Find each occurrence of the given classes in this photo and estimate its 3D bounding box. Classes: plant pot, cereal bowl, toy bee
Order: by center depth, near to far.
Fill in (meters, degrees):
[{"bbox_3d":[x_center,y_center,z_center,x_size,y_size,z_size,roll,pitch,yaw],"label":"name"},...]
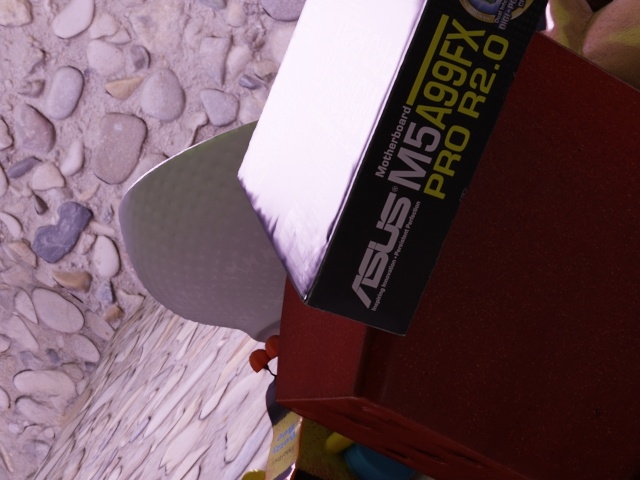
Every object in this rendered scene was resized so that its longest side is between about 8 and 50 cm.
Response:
[{"bbox_3d":[0.116,0.038,0.884,0.235,0.267,0.267,-67,14,-14],"label":"plant pot"},{"bbox_3d":[-0.008,0.169,1.151,0.195,0.162,0.298,-49,10,18],"label":"toy bee"},{"bbox_3d":[0.000,0.000,1.180,0.339,0.141,0.339,-16,-14,-4],"label":"cereal bowl"}]

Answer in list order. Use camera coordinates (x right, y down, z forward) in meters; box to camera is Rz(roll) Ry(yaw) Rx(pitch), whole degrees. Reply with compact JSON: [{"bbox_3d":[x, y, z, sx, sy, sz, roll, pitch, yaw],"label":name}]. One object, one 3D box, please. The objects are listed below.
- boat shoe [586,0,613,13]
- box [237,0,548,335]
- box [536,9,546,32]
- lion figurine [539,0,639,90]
[{"bbox_3d":[0.244,-0.153,1.305,0.341,0.122,0.110,-50,11,10],"label":"boat shoe"},{"bbox_3d":[0.032,-0.093,0.763,0.270,0.060,0.216,-121,52,-70],"label":"box"},{"bbox_3d":[0.247,-0.343,1.431,0.296,0.182,0.294,-17,33,23],"label":"box"},{"bbox_3d":[0.289,-0.165,1.096,0.392,0.142,0.240,-24,53,55],"label":"lion figurine"}]
